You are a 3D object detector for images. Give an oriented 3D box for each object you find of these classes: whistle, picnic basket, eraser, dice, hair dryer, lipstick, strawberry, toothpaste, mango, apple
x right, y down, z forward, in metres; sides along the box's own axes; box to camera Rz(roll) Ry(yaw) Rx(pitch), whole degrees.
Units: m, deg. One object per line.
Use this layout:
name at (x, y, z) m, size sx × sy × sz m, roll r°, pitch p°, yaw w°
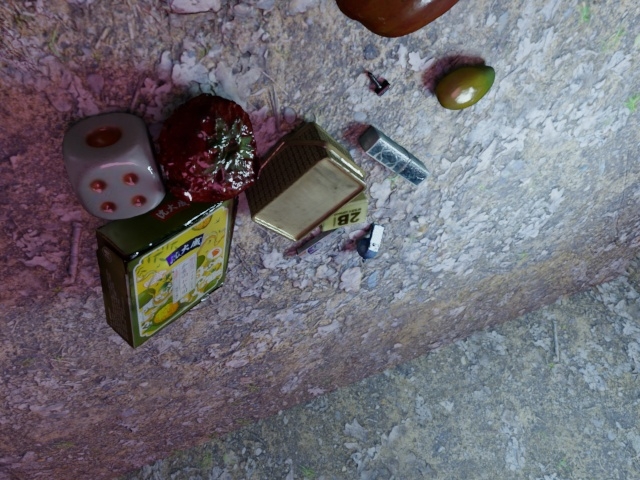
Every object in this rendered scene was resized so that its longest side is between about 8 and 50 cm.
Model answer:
whistle at (0.186, 0.012, 1.869) m, size 0.090 × 0.090 × 0.158 m, roll 14°, pitch 89°, yaw -39°
picnic basket at (-0.049, -0.175, 1.436) m, size 0.312 × 0.176 × 0.228 m, roll -37°, pitch 142°, yaw 21°
eraser at (0.075, -0.099, 1.680) m, size 0.172 × 0.058 × 0.117 m, roll -13°, pitch 141°, yaw -15°
dice at (-0.492, -0.178, 1.169) m, size 0.193 × 0.194 × 0.192 m, roll -17°, pitch 140°, yaw -12°
hair dryer at (0.158, -0.442, 1.352) m, size 0.047 × 0.026 × 0.083 m, roll -40°, pitch 133°, yaw 16°
lipstick at (0.238, -0.267, 1.556) m, size 0.289 × 0.076 × 0.077 m, roll 24°, pitch 124°, yaw -41°
strawberry at (-0.293, -0.219, 1.215) m, size 0.274 × 0.220 × 0.275 m, roll -12°, pitch 109°, yaw -40°
toothpaste at (0.000, 0.000, 1.772) m, size 0.196 × 0.040 × 0.047 m, roll -34°, pitch 137°, yaw 12°
mango at (0.432, -0.456, 1.434) m, size 0.194 × 0.092 × 0.130 m, roll -31°, pitch 141°, yaw -6°
apple at (0.188, -0.638, 1.058) m, size 0.328 × 0.295 × 0.365 m, roll 38°, pitch 116°, yaw -8°

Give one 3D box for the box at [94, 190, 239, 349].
box at (-0.430, 0.061, 1.394) m, size 0.373 × 0.138 × 0.421 m, roll -38°, pitch 156°, yaw -40°
